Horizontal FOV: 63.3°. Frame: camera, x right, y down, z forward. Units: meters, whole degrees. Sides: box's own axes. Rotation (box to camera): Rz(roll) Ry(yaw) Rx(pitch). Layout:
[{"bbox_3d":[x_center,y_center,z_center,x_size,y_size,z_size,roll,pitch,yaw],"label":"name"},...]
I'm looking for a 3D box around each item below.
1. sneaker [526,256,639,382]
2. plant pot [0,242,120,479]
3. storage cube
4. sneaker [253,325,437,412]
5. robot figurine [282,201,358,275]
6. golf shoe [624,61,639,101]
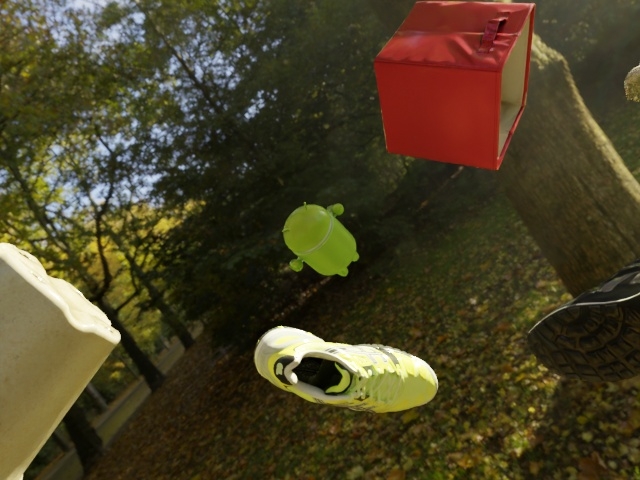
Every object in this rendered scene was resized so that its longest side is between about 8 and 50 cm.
[{"bbox_3d":[0.389,0.075,0.619,0.283,0.107,0.124,-38,-3,39],"label":"sneaker"},{"bbox_3d":[-0.477,0.183,0.735,0.305,0.334,0.334,-50,6,-15],"label":"plant pot"},{"bbox_3d":[0.218,-0.255,0.838,0.183,0.193,0.215,-58,-32,-30],"label":"storage cube"},{"bbox_3d":[0.063,0.274,1.000,0.147,0.385,0.145,-159,82,-71],"label":"sneaker"},{"bbox_3d":[0.000,0.000,0.653,0.101,0.115,0.067,-54,42,-6],"label":"robot figurine"},{"bbox_3d":[0.501,-0.262,0.785,0.176,0.086,0.069,-14,-14,-36],"label":"golf shoe"}]
